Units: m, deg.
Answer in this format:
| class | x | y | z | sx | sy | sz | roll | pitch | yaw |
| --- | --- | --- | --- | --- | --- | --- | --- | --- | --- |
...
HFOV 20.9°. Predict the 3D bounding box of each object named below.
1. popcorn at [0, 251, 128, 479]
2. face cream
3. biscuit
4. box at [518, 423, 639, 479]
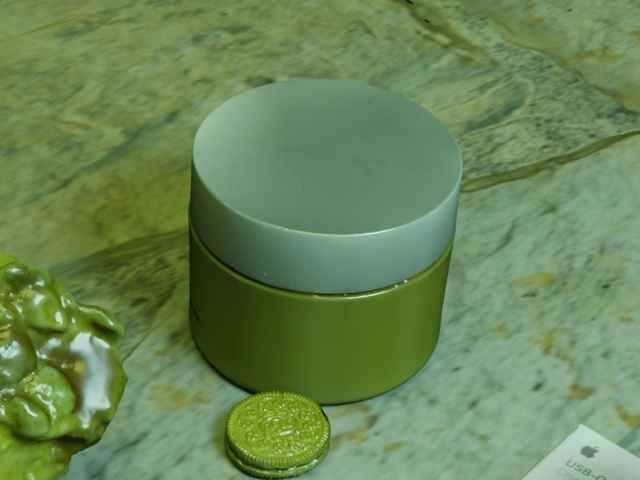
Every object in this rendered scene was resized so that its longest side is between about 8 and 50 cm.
| class | x | y | z | sx | sy | sz | roll | pitch | yaw |
| --- | --- | --- | --- | --- | --- | --- | --- | --- | --- |
| popcorn | -0.245 | 0.105 | 1.271 | 0.197 | 0.197 | 0.155 | -27 | 19 | -33 |
| face cream | 0.000 | 0.000 | 1.427 | 0.218 | 0.179 | 0.218 | 3 | 38 | -2 |
| biscuit | -0.034 | 0.152 | 1.358 | 0.084 | 0.023 | 0.084 | 3 | 38 | -2 |
| box | 0.184 | 0.266 | 1.175 | 0.203 | 0.106 | 0.252 | 29 | 43 | 30 |
